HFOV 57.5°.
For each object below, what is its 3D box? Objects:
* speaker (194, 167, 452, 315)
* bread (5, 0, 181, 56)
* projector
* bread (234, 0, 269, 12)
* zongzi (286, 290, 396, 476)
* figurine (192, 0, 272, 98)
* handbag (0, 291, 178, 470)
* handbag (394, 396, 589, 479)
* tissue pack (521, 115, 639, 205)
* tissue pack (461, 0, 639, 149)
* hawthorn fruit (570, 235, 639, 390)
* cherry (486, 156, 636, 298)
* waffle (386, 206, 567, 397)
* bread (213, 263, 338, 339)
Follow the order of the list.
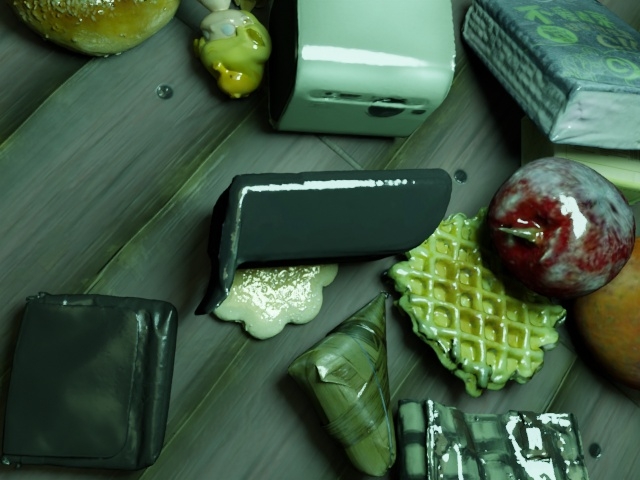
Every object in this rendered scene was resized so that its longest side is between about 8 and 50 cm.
[{"bbox_3d":[0.000,0.000,0.888,0.388,0.180,0.184,-5,84,-18],"label":"speaker"},{"bbox_3d":[-0.362,-0.452,0.929,0.305,0.159,0.306,3,78,-13],"label":"bread"},{"bbox_3d":[0.053,-0.318,0.961,0.249,0.248,0.248,1,79,-15],"label":"projector"},{"bbox_3d":[-0.110,-0.495,1.004,0.085,0.173,0.134,-24,84,-33],"label":"bread"},{"bbox_3d":[0.083,0.228,0.948,0.242,0.112,0.221,-34,101,-45],"label":"zongzi"},{"bbox_3d":[-0.157,-0.353,0.959,0.131,0.156,0.246,-50,133,-39],"label":"figurine"},{"bbox_3d":[-0.329,0.203,0.851,0.222,0.080,0.247,5,80,-6],"label":"handbag"},{"bbox_3d":[0.270,0.428,0.920,0.325,0.162,0.327,9,69,-16],"label":"handbag"},{"bbox_3d":[0.512,-0.165,1.113,0.234,0.125,0.159,8,74,-12],"label":"tissue pack"},{"bbox_3d":[0.455,-0.317,1.033,0.287,0.124,0.394,0,44,-16],"label":"tissue pack"},{"bbox_3d":[0.609,0.116,0.994,0.276,0.307,0.276,8,72,-25],"label":"hawthorn fruit"},{"bbox_3d":[0.403,-0.024,0.964,0.300,0.203,0.230,-17,63,-34],"label":"cherry"},{"bbox_3d":[0.275,0.101,1.021,0.297,0.073,0.317,-31,80,-27],"label":"waffle"},{"bbox_3d":[-0.062,0.042,0.968,0.181,0.039,0.251,30,72,-6],"label":"bread"}]
